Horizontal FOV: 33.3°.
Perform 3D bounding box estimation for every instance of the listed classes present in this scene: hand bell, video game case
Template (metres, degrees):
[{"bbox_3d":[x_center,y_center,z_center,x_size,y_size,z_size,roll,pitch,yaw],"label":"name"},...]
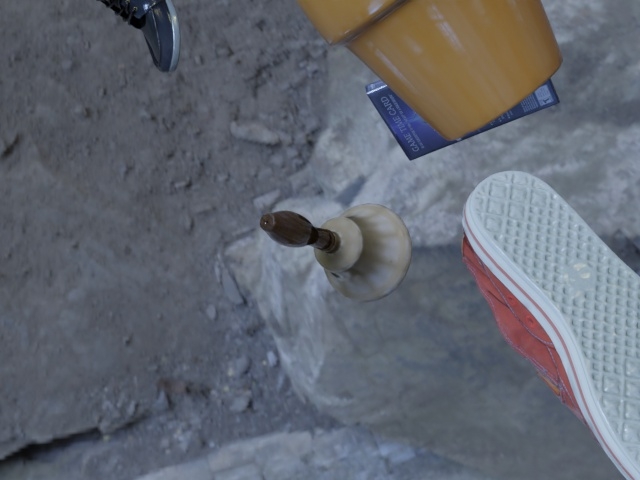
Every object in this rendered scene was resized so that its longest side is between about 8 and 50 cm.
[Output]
[{"bbox_3d":[0.000,0.000,1.242,0.126,0.126,0.242,-49,153,14],"label":"hand bell"},{"bbox_3d":[0.236,-0.240,1.756,0.274,0.026,0.196,-20,142,17],"label":"video game case"}]

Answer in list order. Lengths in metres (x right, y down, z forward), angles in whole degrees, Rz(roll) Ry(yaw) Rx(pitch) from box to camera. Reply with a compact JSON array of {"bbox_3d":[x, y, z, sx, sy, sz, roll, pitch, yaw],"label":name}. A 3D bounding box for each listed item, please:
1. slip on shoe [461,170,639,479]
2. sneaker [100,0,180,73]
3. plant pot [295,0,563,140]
[{"bbox_3d":[0.227,0.090,0.885,0.123,0.331,0.101,-27,156,-19],"label":"slip on shoe"},{"bbox_3d":[-0.284,-0.342,1.574,0.118,0.222,0.083,-12,167,-25],"label":"sneaker"},{"bbox_3d":[0.112,-0.201,0.960,0.205,0.205,0.188,-35,99,6],"label":"plant pot"}]
